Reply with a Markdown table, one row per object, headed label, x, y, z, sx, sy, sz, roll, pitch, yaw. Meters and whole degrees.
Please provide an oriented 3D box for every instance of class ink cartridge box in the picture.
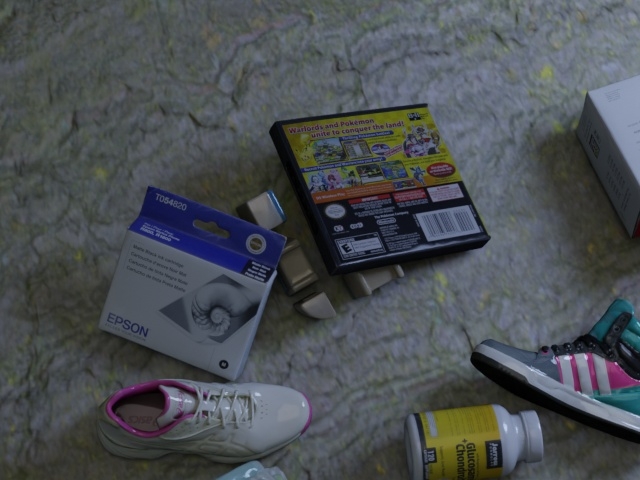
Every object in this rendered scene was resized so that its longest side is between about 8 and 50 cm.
| label | x | y | z | sx | sy | sz | roll | pitch | yaw |
| --- | --- | --- | --- | --- | --- | --- | --- | --- | --- |
| ink cartridge box | -0.185 | 0.062 | 1.970 | 0.223 | 0.045 | 0.224 | 20 | 105 | 6 |
| ink cartridge box | 0.584 | -0.131 | 2.056 | 0.309 | 0.130 | 0.272 | -18 | 64 | -7 |

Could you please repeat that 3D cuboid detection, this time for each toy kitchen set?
| label | x | y | z | sx | sy | sz | roll | pitch | yaw |
| --- | --- | --- | --- | --- | --- | --- | --- | --- | --- |
| toy kitchen set | 0.000 | 0.000 | 2.039 | 0.166 | 0.122 | 0.207 | -29 | 94 | -11 |

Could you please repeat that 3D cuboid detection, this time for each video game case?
| label | x | y | z | sx | sy | sz | roll | pitch | yaw |
| --- | --- | --- | --- | --- | --- | --- | --- | --- | --- |
| video game case | 0.089 | -0.081 | 2.030 | 0.275 | 0.035 | 0.248 | -10 | 65 | -30 |

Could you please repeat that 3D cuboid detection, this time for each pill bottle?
| label | x | y | z | sx | sy | sz | roll | pitch | yaw |
| --- | --- | --- | --- | --- | --- | --- | --- | --- | --- |
| pill bottle | 0.214 | 0.284 | 1.929 | 0.184 | 0.103 | 0.103 | -7 | 71 | -3 |

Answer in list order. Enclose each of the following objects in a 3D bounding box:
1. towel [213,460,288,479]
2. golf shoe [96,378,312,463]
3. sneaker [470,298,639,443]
| label | x | y | z | sx | sy | sz | roll | pitch | yaw |
| --- | --- | --- | --- | --- | --- | --- | --- | --- | --- |
| towel | -0.129 | 0.488 | 1.786 | 0.374 | 0.090 | 0.320 | -22 | 70 | -36 |
| golf shoe | -0.163 | 0.247 | 1.917 | 0.306 | 0.140 | 0.115 | -5 | 69 | -4 |
| sneaker | 0.376 | 0.158 | 1.965 | 0.295 | 0.124 | 0.178 | 23 | 76 | -1 |
